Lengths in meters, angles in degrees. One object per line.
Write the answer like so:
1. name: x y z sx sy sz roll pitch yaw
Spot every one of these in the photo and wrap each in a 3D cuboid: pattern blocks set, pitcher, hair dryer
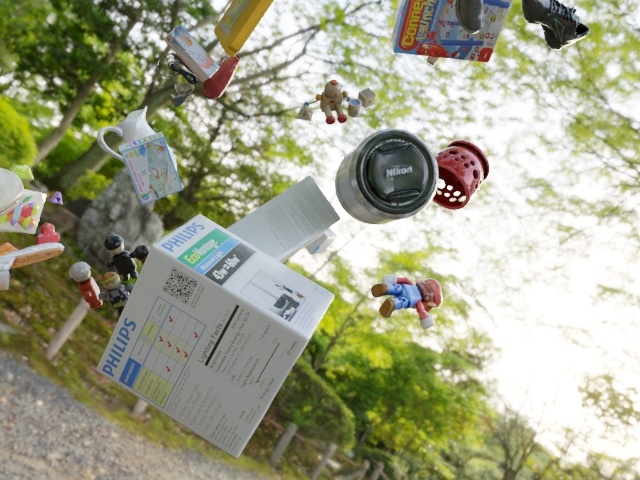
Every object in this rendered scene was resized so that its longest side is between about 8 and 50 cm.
1. pattern blocks set: -0.932 -0.089 2.037 0.026 0.285 0.325 19 18 31
2. pitcher: -0.493 -0.234 1.802 0.125 0.178 0.207 -6 -65 46
3. hair dryer: -0.416 -0.587 2.372 0.080 0.293 0.223 59 -13 31

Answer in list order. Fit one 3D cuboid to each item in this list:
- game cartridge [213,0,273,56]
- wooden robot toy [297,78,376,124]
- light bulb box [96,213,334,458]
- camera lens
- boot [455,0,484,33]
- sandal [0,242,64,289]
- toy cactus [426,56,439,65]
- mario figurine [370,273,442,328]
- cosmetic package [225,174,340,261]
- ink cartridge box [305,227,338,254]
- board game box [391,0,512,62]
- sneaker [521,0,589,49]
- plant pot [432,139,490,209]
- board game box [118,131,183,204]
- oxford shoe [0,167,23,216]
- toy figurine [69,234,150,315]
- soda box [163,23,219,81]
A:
1. game cartridge: -0.249 -0.773 2.238 0.052 0.285 0.324 31 15 -27
2. wooden robot toy: 0.036 -0.290 1.361 0.079 0.173 0.076 96 -22 -51
3. light bulb box: -0.224 0.200 1.443 0.361 0.358 0.225 31 24 3
4. camera lens: 0.159 -0.154 1.686 0.219 0.219 0.274 33 -8 -7
5. boot: 0.379 -0.607 1.572 0.076 0.190 0.208 -12 3 -9
6. sandal: -0.734 0.072 1.576 0.076 0.265 0.102 67 -26 12
7. toy cactus: 0.444 -0.710 2.391 0.112 0.180 0.219 28 4 -24
8. mario figurine: 0.327 0.232 2.533 0.320 0.198 0.170 2 2 -39
9. cosmetic package: -0.158 0.008 1.786 0.156 0.385 0.217 53 -22 1
10. ink cartridge box: 0.000 0.000 2.329 0.052 0.088 0.122 48 15 13
11. board game box: 0.385 -0.678 1.934 0.302 0.086 0.308 4 -39 -5
12. sneaker: 0.628 -0.611 1.790 0.106 0.101 0.267 -1 -16 43
13. plant pot: 0.447 -0.223 2.184 0.191 0.174 0.191 34 -28 21
14. board game box: -0.390 -0.165 1.542 0.026 0.103 0.154 -124 -163 -46
15. oxford shoe: -0.730 -0.115 1.332 0.140 0.146 0.397 58 19 5
16. toy figurine: -0.578 0.093 1.904 0.209 0.213 0.148 9 -52 38
17. soda box: -0.416 -0.604 2.160 0.183 0.058 0.063 46 -26 -23
